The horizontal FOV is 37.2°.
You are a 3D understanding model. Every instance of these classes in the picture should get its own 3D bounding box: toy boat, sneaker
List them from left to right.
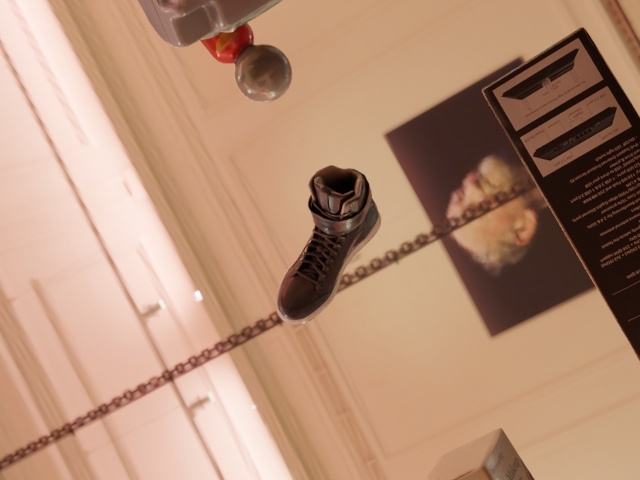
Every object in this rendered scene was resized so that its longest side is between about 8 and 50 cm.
[{"bbox_3d":[-0.061,-0.265,0.986,0.148,0.267,0.318,46,156,4],"label":"toy boat"},{"bbox_3d":[-0.001,-0.001,1.337,0.086,0.226,0.163,27,160,22],"label":"sneaker"}]

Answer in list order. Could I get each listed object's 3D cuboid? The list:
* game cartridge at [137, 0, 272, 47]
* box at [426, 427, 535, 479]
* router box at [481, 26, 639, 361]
[{"bbox_3d":[-0.062,-0.280,0.516,0.060,0.196,0.294,26,144,50],"label":"game cartridge"},{"bbox_3d":[0.229,0.360,1.060,0.275,0.094,0.113,57,-155,-1],"label":"box"},{"bbox_3d":[0.239,-0.028,0.746,0.243,0.081,0.309,60,-162,5],"label":"router box"}]
